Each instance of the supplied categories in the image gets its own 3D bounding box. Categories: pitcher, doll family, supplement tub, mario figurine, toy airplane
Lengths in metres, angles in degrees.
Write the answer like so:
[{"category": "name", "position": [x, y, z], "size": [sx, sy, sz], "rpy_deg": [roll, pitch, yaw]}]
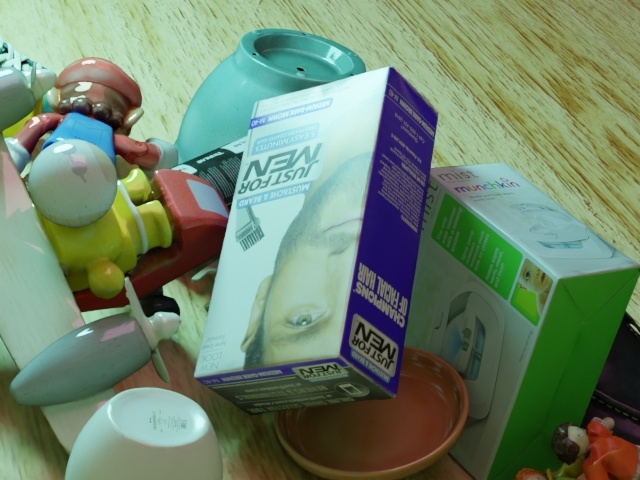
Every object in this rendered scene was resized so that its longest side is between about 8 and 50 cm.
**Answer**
[{"category": "pitcher", "position": [-0.155, 0.216, 1.250], "size": [0.126, 0.207, 0.177], "rpy_deg": [7, 27, -15]}, {"category": "doll family", "position": [0.254, 0.294, 1.436], "size": [0.163, 0.118, 0.263], "rpy_deg": [17, 45, -8]}, {"category": "supplement tub", "position": [-0.131, -0.048, 1.831], "size": [0.190, 0.117, 0.117], "rpy_deg": [-26, 47, -37]}, {"category": "mario figurine", "position": [-0.299, -0.093, 1.894], "size": [0.198, 0.170, 0.320], "rpy_deg": [49, 26, -27]}, {"category": "toy airplane", "position": [-0.296, -0.001, 1.510], "size": [0.386, 0.272, 0.384], "rpy_deg": [28, 47, -4]}]

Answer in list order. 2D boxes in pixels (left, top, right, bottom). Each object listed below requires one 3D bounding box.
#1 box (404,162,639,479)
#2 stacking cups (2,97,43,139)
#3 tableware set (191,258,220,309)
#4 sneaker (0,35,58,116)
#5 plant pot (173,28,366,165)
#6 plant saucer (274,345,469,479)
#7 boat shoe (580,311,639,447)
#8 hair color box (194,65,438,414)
[{"category": "box", "position": [0.187, 0.083, 1.602], "size": [0.127, 0.262, 0.231], "rpy_deg": [-6, 35, -36]}, {"category": "stacking cups", "position": [-0.525, -0.197, 1.958], "size": [0.316, 0.096, 0.096], "rpy_deg": [12, 28, -6]}, {"category": "tableware set", "position": [-0.064, 0.042, 1.797], "size": [0.128, 0.039, 0.194], "rpy_deg": [6, 19, 18]}, {"category": "sneaker", "position": [-0.468, -0.244, 2.047], "size": [0.302, 0.121, 0.108], "rpy_deg": [14, 28, -1]}, {"category": "plant pot", "position": [-0.043, -0.166, 2.030], "size": [0.293, 0.196, 0.293], "rpy_deg": [12, 27, -6]}, {"category": "plant saucer", "position": [0.054, 0.182, 1.537], "size": [0.200, 0.037, 0.200], "rpy_deg": [-6, 36, 4]}, {"category": "boat shoe", "position": [0.273, 0.099, 1.736], "size": [0.187, 0.156, 0.500], "rpy_deg": [-9, 37, -41]}, {"category": "hair color box", "position": [0.000, 0.000, 1.547], "size": [0.110, 0.185, 0.338], "rpy_deg": [38, 51, -43]}]
